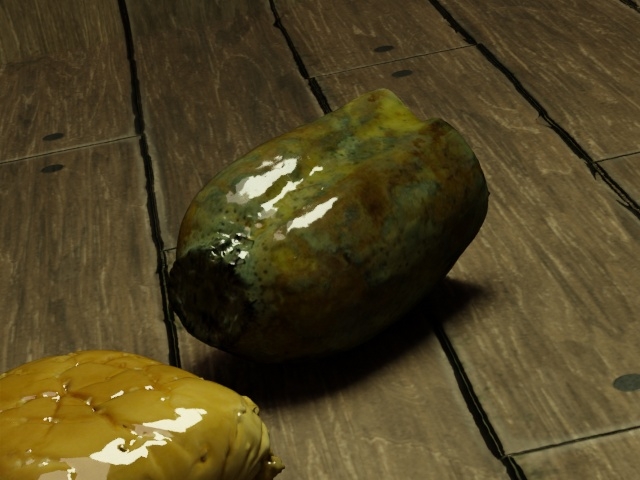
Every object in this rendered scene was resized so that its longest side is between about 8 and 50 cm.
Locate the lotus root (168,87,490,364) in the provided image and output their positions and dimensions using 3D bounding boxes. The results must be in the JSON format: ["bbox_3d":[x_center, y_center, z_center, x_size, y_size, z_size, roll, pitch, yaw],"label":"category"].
[{"bbox_3d":[0.000,0.000,1.726,0.250,0.250,0.346,11,31,42],"label":"lotus root"}]

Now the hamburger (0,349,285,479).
[{"bbox_3d":[-0.198,0.197,1.428,0.318,0.158,0.318,-7,21,3],"label":"hamburger"}]
